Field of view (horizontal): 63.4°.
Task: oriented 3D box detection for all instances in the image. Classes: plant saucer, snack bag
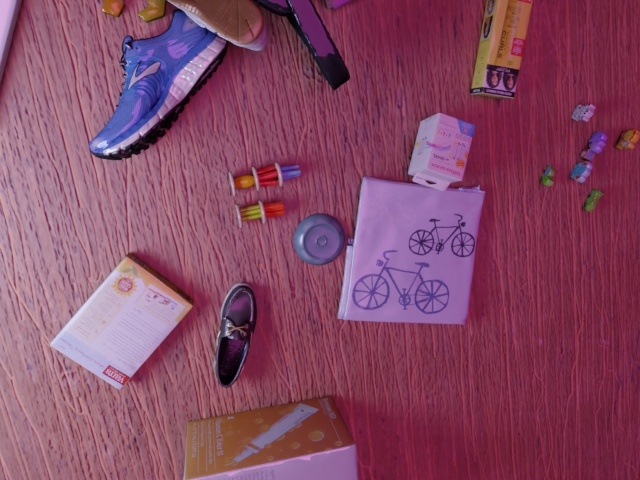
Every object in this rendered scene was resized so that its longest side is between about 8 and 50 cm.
[{"bbox_3d":[0.000,0.000,1.151,0.119,0.021,0.119,-3,102,-13],"label":"plant saucer"},{"bbox_3d":[0.212,0.029,1.200,0.323,0.037,0.342,4,98,-15],"label":"snack bag"}]

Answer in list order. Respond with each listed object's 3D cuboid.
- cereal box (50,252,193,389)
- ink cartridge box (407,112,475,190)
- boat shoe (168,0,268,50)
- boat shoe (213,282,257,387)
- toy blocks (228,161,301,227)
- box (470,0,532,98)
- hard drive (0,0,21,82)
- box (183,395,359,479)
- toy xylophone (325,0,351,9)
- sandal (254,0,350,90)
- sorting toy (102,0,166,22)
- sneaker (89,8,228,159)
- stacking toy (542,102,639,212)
[{"bbox_3d":[-0.409,0.169,1.079,0.173,0.047,0.240,42,91,-17],"label":"cereal box"},{"bbox_3d":[0.259,-0.186,1.122,0.092,0.090,0.143,14,86,-16],"label":"ink cartridge box"},{"bbox_3d":[-0.205,-0.430,0.925,0.277,0.096,0.098,44,95,8],"label":"boat shoe"},{"bbox_3d":[-0.183,0.207,1.128,0.081,0.069,0.227,10,100,-15],"label":"boat shoe"},{"bbox_3d":[-0.109,-0.098,1.088,0.148,0.054,0.123,-12,104,-11],"label":"toy blocks"},{"bbox_3d":[0.396,-0.432,1.131,0.087,0.058,0.232,6,100,-13],"label":"box"},{"bbox_3d":[-0.662,-0.367,0.909,0.203,0.040,0.307,17,97,-16],"label":"hard drive"},{"bbox_3d":[-0.110,0.491,1.129,0.345,0.215,0.168,-7,103,-12],"label":"box"},{"bbox_3d":[-0.024,-0.605,0.980,0.236,0.081,0.322,-16,108,6],"label":"toy xylophone"},{"bbox_3d":[-0.100,-0.451,0.902,0.107,0.167,0.445,-31,107,7],"label":"sandal"},{"bbox_3d":[-0.294,-0.554,0.947,0.229,0.041,0.307,12,99,-15],"label":"sorting toy"},{"bbox_3d":[-0.324,-0.291,0.973,0.147,0.130,0.330,39,83,-10],"label":"sneaker"},{"bbox_3d":[0.647,-0.198,1.243,0.167,0.052,0.221,24,96,-16],"label":"stacking toy"}]
